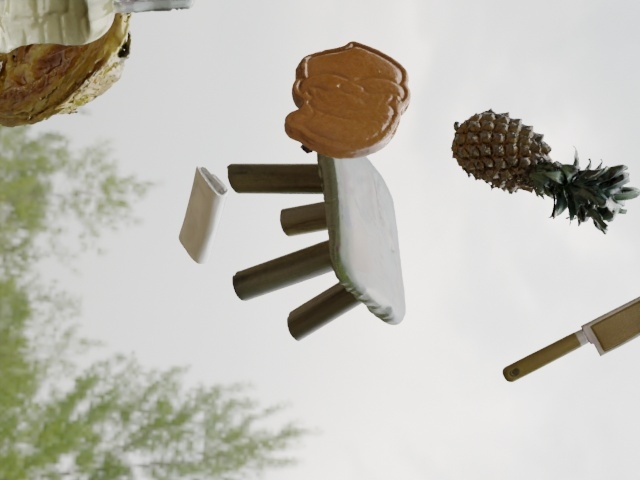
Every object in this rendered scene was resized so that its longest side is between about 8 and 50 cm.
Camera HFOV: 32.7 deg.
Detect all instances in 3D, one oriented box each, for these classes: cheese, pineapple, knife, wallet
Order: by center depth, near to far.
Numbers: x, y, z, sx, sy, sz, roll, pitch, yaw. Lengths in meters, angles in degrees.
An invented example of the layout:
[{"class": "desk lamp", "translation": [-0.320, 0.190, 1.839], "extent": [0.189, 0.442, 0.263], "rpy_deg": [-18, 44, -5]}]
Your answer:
[{"class": "pineapple", "translation": [0.233, -0.080, 1.181], "extent": [0.221, 0.103, 0.083], "rpy_deg": [31, -71, 32]}, {"class": "cheese", "translation": [-0.299, -0.292, 1.351], "extent": [0.163, 0.287, 0.082], "rpy_deg": [-115, -158, -57]}, {"class": "knife", "translation": [0.349, 0.121, 1.371], "extent": [0.046, 0.256, 0.022], "rpy_deg": [63, 12, 6]}, {"class": "wallet", "translation": [-0.151, -0.031, 1.393], "extent": [0.061, 0.025, 0.122], "rpy_deg": [46, -45, 29]}]

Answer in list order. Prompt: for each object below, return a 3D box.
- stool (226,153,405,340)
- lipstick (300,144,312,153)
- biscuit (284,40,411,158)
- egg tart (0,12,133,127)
[{"class": "stool", "translation": [0.000, 0.000, 1.957], "extent": [0.226, 0.310, 0.310], "rpy_deg": [-15, -118, 21]}, {"class": "lipstick", "translation": [0.033, -0.212, 1.833], "extent": [0.176, 0.027, 0.027], "rpy_deg": [-46, -149, 12]}, {"class": "biscuit", "translation": [0.023, -0.121, 0.916], "extent": [0.019, 0.102, 0.130], "rpy_deg": [97, 9, -51]}, {"class": "egg tart", "translation": [-0.358, -0.269, 1.547], "extent": [0.297, 0.132, 0.297], "rpy_deg": [-17, -127, 24]}]
